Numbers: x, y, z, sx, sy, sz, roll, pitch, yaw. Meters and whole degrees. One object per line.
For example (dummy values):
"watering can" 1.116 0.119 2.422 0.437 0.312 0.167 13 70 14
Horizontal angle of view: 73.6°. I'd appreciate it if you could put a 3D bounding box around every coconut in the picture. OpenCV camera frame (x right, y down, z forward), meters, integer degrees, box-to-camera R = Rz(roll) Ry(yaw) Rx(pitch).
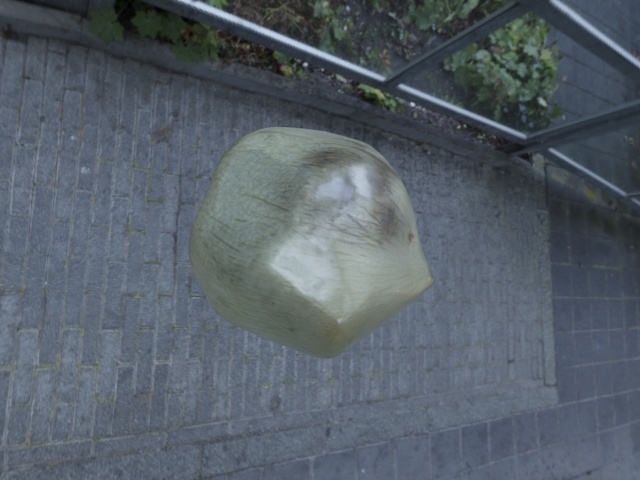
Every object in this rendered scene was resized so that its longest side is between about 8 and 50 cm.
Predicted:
"coconut" 0.000 0.000 0.403 0.225 0.224 0.223 4 83 -32
